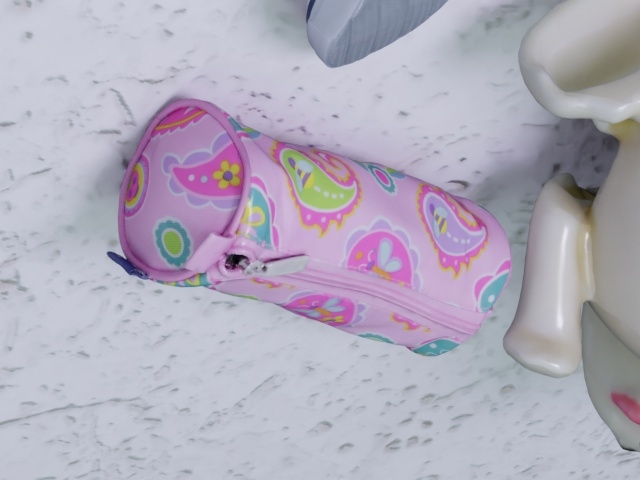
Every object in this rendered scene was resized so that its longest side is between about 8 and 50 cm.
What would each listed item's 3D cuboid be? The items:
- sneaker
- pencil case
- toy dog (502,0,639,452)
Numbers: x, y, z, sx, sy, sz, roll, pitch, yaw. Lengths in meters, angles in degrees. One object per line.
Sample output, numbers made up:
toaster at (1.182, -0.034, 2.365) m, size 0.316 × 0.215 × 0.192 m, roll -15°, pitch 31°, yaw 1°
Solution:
sneaker at (0.026, -0.178, 0.970) m, size 0.094 × 0.091 × 0.258 m, roll -25°, pitch 167°, yaw -12°
pencil case at (0.000, 0.000, 1.148) m, size 0.284 × 0.124 × 0.124 m, roll 17°, pitch 126°, yaw -47°
toy dog at (0.291, -0.007, 1.252) m, size 0.395 × 0.284 × 0.408 m, roll -51°, pitch 158°, yaw -35°
